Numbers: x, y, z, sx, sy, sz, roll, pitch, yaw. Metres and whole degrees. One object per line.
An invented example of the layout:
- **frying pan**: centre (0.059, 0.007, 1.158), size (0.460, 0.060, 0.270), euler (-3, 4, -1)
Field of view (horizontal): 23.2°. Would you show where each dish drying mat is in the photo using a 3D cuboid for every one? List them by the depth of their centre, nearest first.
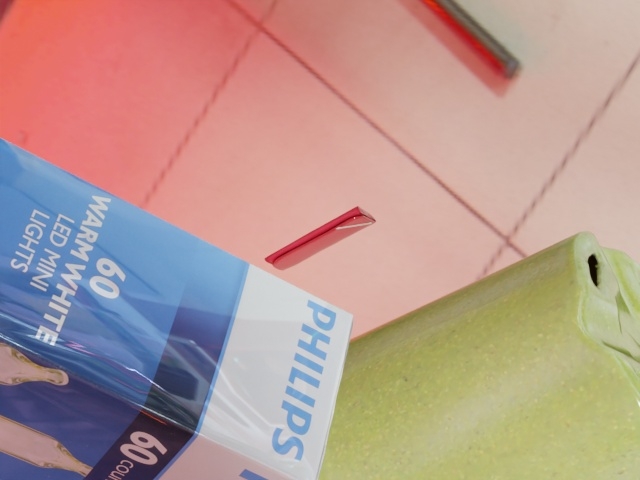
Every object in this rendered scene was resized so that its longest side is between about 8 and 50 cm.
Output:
- **dish drying mat**: centre (0.000, 0.000, 1.165), size (0.083, 0.032, 0.008), euler (-29, 65, 17)

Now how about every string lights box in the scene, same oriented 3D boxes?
- **string lights box**: centre (-0.136, 0.027, 0.516), size (0.133, 0.260, 0.076), euler (-49, 19, 45)

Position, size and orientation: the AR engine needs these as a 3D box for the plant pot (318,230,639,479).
- **plant pot**: centre (0.117, 0.134, 1.002), size (0.254, 0.276, 0.276), euler (-34, 66, 23)
